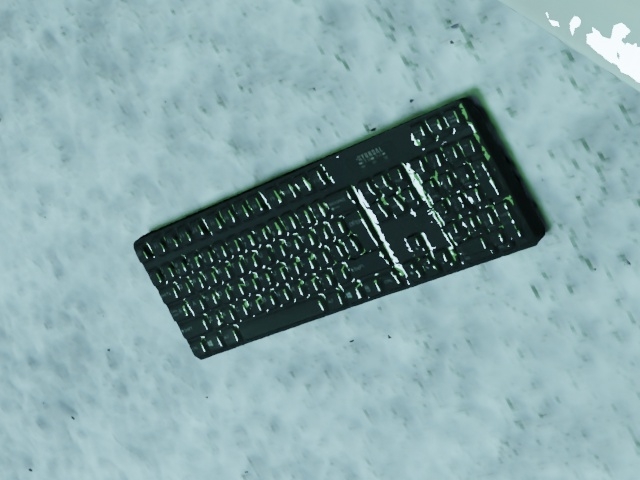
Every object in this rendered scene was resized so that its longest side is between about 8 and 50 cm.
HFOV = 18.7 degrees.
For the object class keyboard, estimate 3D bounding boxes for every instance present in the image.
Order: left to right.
[{"bbox_3d":[0.000,0.000,0.772,0.204,0.013,0.061,-21,102,46],"label":"keyboard"}]

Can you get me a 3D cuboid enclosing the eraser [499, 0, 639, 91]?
[{"bbox_3d":[-0.014,-0.190,0.599,0.404,0.098,0.096,35,134,19],"label":"eraser"}]
